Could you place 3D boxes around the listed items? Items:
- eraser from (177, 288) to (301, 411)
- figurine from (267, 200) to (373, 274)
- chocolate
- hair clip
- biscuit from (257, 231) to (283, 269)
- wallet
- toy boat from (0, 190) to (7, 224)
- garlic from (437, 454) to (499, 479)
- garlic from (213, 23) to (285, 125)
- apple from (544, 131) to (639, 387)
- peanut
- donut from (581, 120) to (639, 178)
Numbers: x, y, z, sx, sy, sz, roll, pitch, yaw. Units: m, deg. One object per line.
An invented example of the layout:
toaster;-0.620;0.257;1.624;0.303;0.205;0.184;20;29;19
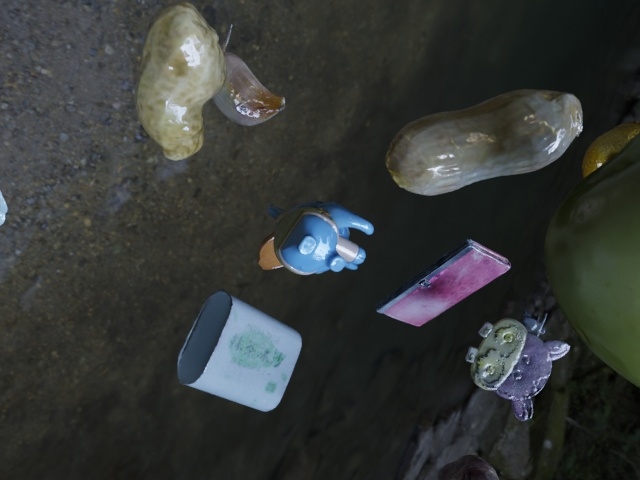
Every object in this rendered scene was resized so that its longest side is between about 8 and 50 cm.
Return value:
eraser;-0.143;0.210;1.065;0.227;0.081;0.174;39;71;-47
figurine;-0.003;0.003;1.042;0.179;0.262;0.154;4;102;-14
chocolate;0.252;-0.150;0.883;0.309;0.134;0.134;-18;140;-1
hair clip;0.345;0.201;1.014;0.187;0.146;0.056;-56;169;-16
biscuit;-0.090;0.023;1.244;0.102;0.019;0.130;-21;150;-15
wallet;0.220;0.084;1.040;0.119;0.025;0.232;22;133;-31
toy boat;-0.837;-0.111;1.260;0.100;0.290;0.199;-99;-162;-46
garlic;0.267;0.468;1.048;0.147;0.102;0.159;-38;-158;36
garlic;-0.173;-0.331;1.200;0.128;0.090;0.198;-41;105;-10
apple;0.441;0.019;0.622;0.357;0.357;0.357;-39;142;-39
peanut;-0.226;-0.248;0.919;0.137;0.122;0.253;12;121;-23
donut;0.528;-0.131;1.005;0.058;0.152;0.152;-14;128;-22
